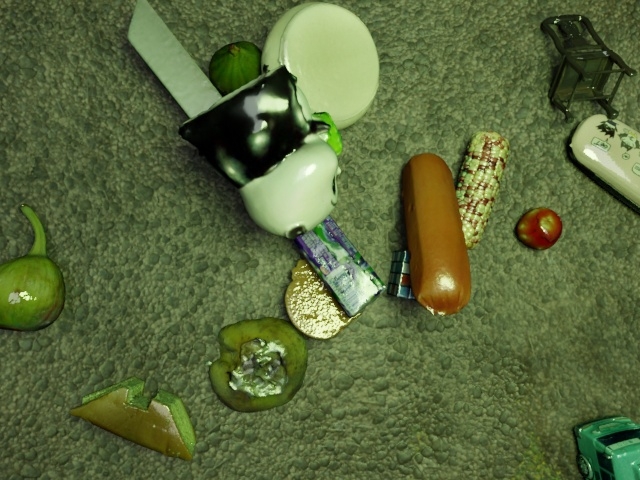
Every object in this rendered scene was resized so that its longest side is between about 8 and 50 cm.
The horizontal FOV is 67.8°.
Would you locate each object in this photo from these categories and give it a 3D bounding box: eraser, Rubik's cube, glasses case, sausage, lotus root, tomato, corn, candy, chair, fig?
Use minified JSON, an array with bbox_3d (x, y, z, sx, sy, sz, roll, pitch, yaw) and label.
[{"bbox_3d":[-0.250,-0.287,0.913,0.077,0.111,0.352,-38,90,-3],"label":"eraser"},{"bbox_3d":[0.189,0.071,0.933,0.092,0.092,0.092,11,87,-3],"label":"Rubik's cube"},{"bbox_3d":[0.654,-0.140,0.981,0.314,0.075,0.122,37,84,0],"label":"glasses case"},{"bbox_3d":[0.208,-0.029,0.873,0.097,0.094,0.349,3,54,-3],"label":"sausage"},{"bbox_3d":[-0.122,0.243,0.914,0.203,0.078,0.183,-15,87,-3],"label":"lotus root"},{"bbox_3d":[0.447,-0.025,0.964,0.087,0.075,0.087,0,83,-4],"label":"tomato"},{"bbox_3d":[0.311,-0.093,0.954,0.086,0.086,0.254,17,87,-3],"label":"corn"},{"bbox_3d":[0.000,0.000,0.913,0.088,0.061,0.312,-36,78,-5],"label":"candy"},{"bbox_3d":[0.532,-0.360,0.988,0.106,0.113,0.229,-5,50,-1],"label":"chair"},{"bbox_3d":[-0.154,-0.321,0.891,0.117,0.177,0.117,-2,103,-10],"label":"fig"},{"bbox_3d":[-0.546,0.047,0.891,0.149,0.149,0.245,0,68,-4],"label":"fig"}]

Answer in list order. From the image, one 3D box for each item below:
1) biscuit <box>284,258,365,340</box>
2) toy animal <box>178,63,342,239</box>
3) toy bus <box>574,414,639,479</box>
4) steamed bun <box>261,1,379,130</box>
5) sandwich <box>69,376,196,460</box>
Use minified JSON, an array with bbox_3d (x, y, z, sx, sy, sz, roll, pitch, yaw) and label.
[{"bbox_3d":[0.005,0.106,0.942,0.170,0.050,0.170,1,74,-4],"label":"biscuit"},{"bbox_3d":[-0.066,-0.142,0.789,0.212,0.212,0.267,-41,113,-5],"label":"toy animal"},{"bbox_3d":[0.597,0.487,0.914,0.128,0.147,0.256,-10,89,-6],"label":"toy bus"},{"bbox_3d":[-0.008,-0.321,0.908,0.231,0.145,0.232,-3,97,-27],"label":"steamed bun"},{"bbox_3d":[-0.331,0.316,0.890,0.244,0.090,0.088,21,90,0],"label":"sandwich"}]
